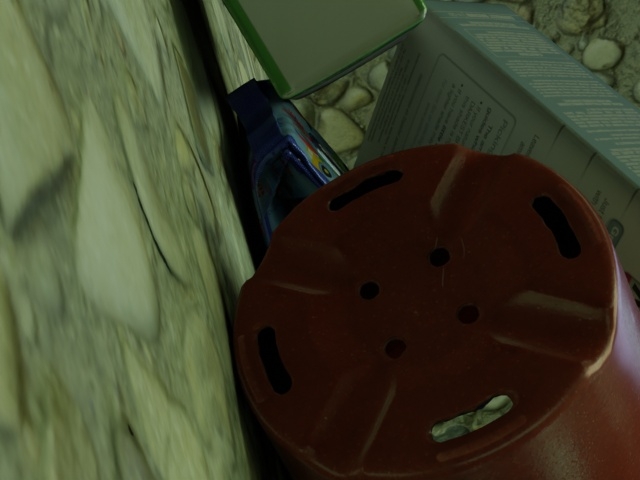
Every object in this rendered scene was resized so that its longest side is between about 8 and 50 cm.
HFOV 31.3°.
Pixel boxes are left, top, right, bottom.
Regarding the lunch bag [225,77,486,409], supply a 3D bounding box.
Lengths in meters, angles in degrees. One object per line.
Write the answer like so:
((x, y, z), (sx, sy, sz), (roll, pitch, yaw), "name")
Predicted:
((0.000, 0.000, 0.938), (0.293, 0.138, 0.221), (60, 6, -21), "lunch bag")

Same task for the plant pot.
((0.089, 0.100, 0.668), (0.265, 0.272, 0.272), (61, 12, -48), "plant pot")

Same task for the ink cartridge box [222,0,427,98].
((-0.026, -0.217, 0.859), (0.201, 0.117, 0.278), (59, 4, -5), "ink cartridge box")

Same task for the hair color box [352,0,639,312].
((0.187, -0.031, 0.941), (0.374, 0.113, 0.185), (51, -46, 41), "hair color box")
